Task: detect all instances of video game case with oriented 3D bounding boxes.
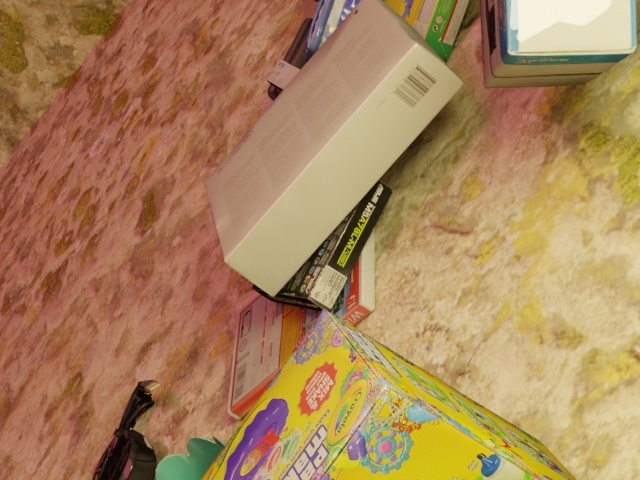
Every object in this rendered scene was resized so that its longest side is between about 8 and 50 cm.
[{"bbox_3d":[-0.027,0.097,1.807,0.285,0.025,0.204,-42,28,31],"label":"video game case"}]

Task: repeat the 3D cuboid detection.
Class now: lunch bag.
[{"bbox_3d":[0.044,-0.368,2.074,0.176,0.090,0.219,132,158,-85],"label":"lunch bag"}]

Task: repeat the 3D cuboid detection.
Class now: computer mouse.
[{"bbox_3d":[-0.269,0.303,1.978,0.184,0.060,0.262,-65,13,-8],"label":"computer mouse"}]

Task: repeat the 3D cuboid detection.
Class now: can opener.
[{"bbox_3d":[-0.026,-0.377,2.298,0.076,0.095,0.283,-1,59,63],"label":"can opener"}]

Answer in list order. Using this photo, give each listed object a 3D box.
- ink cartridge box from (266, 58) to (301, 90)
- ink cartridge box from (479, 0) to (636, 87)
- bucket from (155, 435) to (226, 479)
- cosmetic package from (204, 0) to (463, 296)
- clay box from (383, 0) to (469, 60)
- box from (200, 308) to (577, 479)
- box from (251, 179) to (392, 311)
[{"bbox_3d":[-0.010,-0.230,2.085,0.046,0.097,0.207,-56,24,3],"label":"ink cartridge box"},{"bbox_3d":[0.242,-0.288,1.398,0.307,0.129,0.223,-17,-76,-87],"label":"ink cartridge box"},{"bbox_3d":[-0.107,0.374,1.428,0.281,0.183,0.281,-43,27,28],"label":"bucket"},{"bbox_3d":[0.004,-0.141,1.792,0.377,0.097,0.284,-48,26,12],"label":"cosmetic package"},{"bbox_3d":[0.146,-0.346,1.955,0.127,0.053,0.222,-70,22,9],"label":"clay box"},{"bbox_3d":[0.049,0.268,1.144,0.290,0.279,0.177,-54,24,6],"label":"box"},{"bbox_3d":[0.000,0.000,1.791,0.191,0.045,0.184,-62,22,-12],"label":"box"}]
